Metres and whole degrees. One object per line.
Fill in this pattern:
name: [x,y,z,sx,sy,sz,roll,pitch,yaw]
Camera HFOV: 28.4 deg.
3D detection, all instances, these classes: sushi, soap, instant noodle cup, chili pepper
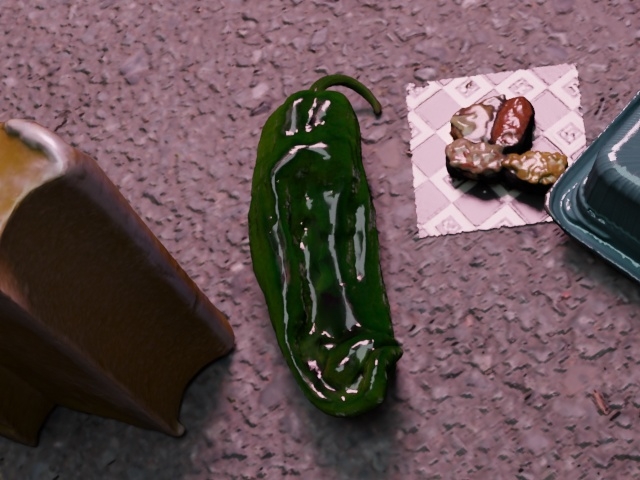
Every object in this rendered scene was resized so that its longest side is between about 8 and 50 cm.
sushi: [0.116,-0.069,0.846,0.120,0.026,0.126,-8,60,12]
soap: [-0.211,0.017,0.740,0.259,0.281,0.143,11,68,19]
instant noodle cup: [0.246,-0.035,0.760,0.179,0.070,0.157,37,75,23]
chili pepper: [0.003,-0.003,0.819,0.100,0.074,0.257,-11,64,6]
